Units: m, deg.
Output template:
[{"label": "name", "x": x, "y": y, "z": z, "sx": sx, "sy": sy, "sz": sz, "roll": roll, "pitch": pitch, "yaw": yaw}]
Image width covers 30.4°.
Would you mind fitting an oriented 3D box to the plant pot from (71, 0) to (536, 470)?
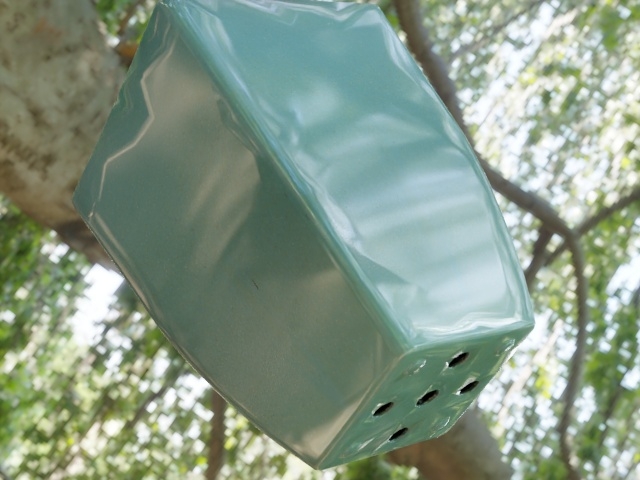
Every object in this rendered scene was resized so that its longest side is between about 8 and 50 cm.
[{"label": "plant pot", "x": 0.000, "y": 0.000, "z": 0.678, "sx": 0.234, "sy": 0.165, "sz": 0.165, "roll": 55, "pitch": -48, "yaw": 28}]
